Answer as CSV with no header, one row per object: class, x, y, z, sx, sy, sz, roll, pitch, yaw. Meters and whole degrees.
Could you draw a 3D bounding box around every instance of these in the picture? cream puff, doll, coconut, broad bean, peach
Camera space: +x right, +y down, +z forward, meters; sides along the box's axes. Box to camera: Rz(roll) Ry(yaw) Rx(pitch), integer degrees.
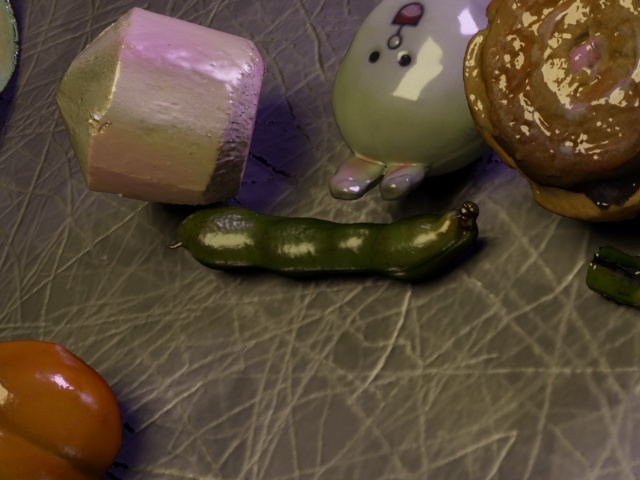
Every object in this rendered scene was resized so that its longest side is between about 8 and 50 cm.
cream puff,0.190,-0.100,0.823,0.189,0.129,0.189,0,89,35
doll,0.093,-0.140,0.940,0.155,0.113,0.275,10,75,35
coconut,-0.125,-0.101,1.006,0.153,0.147,0.147,11,61,-7
broad bean,0.000,0.001,0.944,0.256,0.052,0.052,-1,24,33
peach,-0.219,0.139,0.950,0.138,0.138,0.138,-17,54,25

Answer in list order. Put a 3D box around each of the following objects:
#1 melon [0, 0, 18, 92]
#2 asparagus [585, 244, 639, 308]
melon,-0.357,-0.192,1.266,0.064,0.118,0.209,-31,36,32
asparagus,0.234,0.036,0.777,0.165,0.030,0.036,15,60,39
